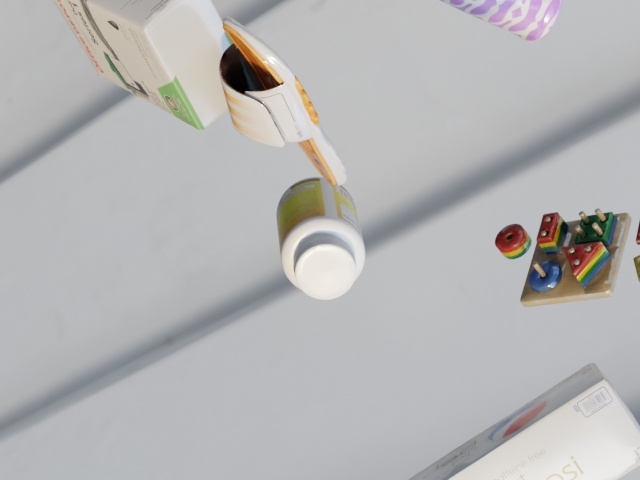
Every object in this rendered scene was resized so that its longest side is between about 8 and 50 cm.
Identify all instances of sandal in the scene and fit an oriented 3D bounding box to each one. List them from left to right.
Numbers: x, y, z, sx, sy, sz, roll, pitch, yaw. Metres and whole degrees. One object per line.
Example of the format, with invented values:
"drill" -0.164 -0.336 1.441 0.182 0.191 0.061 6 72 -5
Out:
"sandal" -0.049 -0.128 1.735 0.102 0.076 0.265 43 -10 45

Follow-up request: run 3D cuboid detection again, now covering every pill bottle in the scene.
"pill bottle" 0.000 0.000 2.234 0.117 0.117 0.215 49 13 -21

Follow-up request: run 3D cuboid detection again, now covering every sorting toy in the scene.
"sorting toy" 0.333 0.015 2.080 0.046 0.274 0.132 48 48 -35

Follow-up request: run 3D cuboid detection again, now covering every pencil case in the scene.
"pencil case" 0.176 -0.297 1.792 0.206 0.086 0.088 23 84 -22

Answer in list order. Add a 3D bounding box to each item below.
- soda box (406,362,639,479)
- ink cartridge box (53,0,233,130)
"soda box" 0.132 0.178 1.167 0.069 0.216 0.074 57 5 -4
"ink cartridge box" -0.198 -0.238 1.817 0.092 0.219 0.160 -44 134 -17
